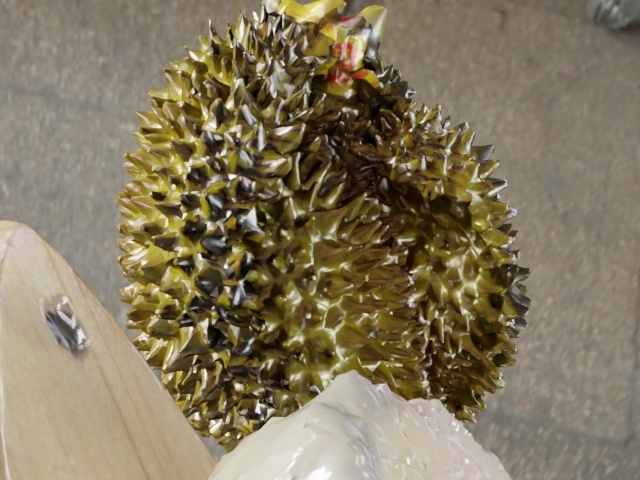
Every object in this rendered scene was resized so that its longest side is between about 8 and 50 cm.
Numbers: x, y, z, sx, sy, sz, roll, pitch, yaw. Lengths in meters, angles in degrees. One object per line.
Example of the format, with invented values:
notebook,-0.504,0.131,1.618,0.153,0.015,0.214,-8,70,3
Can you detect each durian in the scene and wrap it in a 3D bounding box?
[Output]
durian,-0.010,0.006,0.981,0.258,0.293,0.258,-21,22,9

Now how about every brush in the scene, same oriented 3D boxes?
brush,-0.031,0.096,0.446,0.166,0.174,0.267,-31,76,19
